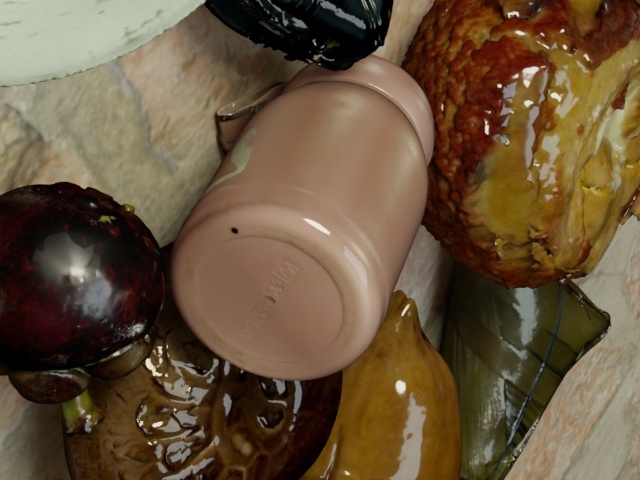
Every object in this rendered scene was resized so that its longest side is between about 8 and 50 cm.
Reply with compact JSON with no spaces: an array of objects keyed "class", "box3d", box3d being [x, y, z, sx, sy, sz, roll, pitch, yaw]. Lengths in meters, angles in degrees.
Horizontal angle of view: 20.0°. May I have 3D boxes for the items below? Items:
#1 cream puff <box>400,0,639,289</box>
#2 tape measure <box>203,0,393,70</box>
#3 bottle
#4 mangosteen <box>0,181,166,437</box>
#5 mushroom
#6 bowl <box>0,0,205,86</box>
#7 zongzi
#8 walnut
[{"class":"cream puff","box3d":[0.187,-0.126,1.717,0.350,0.229,0.350,-42,143,-42]},{"class":"tape measure","box3d":[-0.028,-0.249,1.465,0.186,0.112,0.199,23,60,-32]},{"class":"bottle","box3d":[-0.015,-0.039,1.492,0.297,0.206,0.173,-65,152,-50]},{"class":"mangosteen","box3d":[-0.208,0.043,1.399,0.172,0.172,0.184,8,125,-52]},{"class":"mushroom","box3d":[-0.096,0.136,1.578,0.297,0.163,0.278,-43,137,-33]},{"class":"bowl","box3d":[-0.193,-0.321,1.106,0.196,0.435,0.435,-62,164,-72]},{"class":"zongzi","box3d":[0.154,0.102,1.913,0.260,0.123,0.289,-56,132,-9]},{"class":"walnut","box3d":[0.039,0.206,1.754,0.209,0.209,0.336,-1,110,-50]}]
